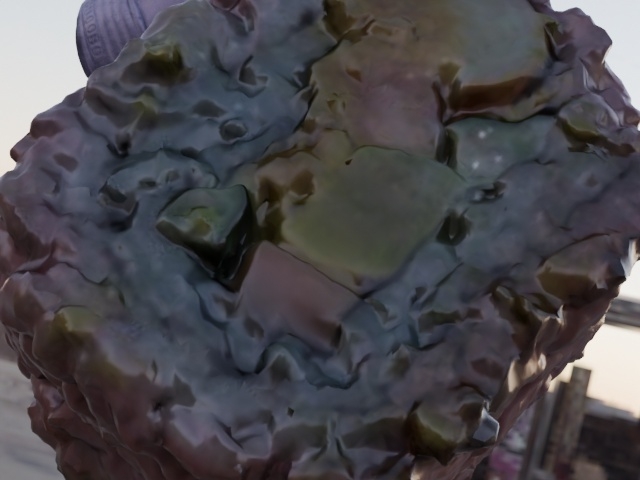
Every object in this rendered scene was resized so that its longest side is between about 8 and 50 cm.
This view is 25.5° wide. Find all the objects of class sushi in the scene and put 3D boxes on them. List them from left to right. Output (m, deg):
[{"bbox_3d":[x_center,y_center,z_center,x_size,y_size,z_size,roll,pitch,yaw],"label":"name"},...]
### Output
[{"bbox_3d":[0.000,0.000,0.580,0.236,0.270,0.171,36,-25,18],"label":"sushi"}]

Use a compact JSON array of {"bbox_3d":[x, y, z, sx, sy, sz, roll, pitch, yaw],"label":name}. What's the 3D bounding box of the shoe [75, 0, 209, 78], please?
[{"bbox_3d":[-0.021,-0.110,0.864,0.137,0.095,0.245,-25,-29,31],"label":"shoe"}]
